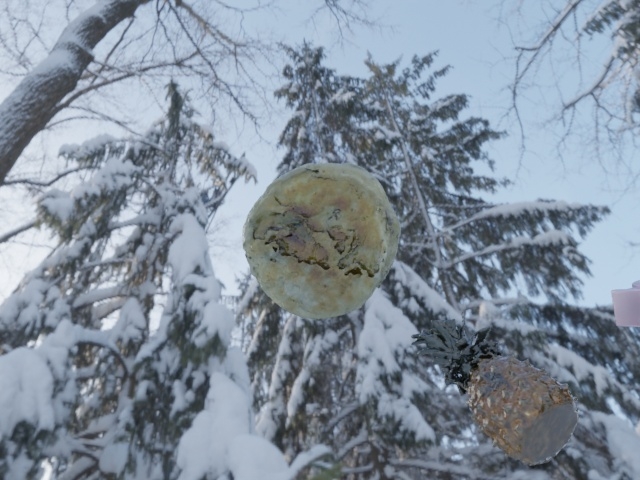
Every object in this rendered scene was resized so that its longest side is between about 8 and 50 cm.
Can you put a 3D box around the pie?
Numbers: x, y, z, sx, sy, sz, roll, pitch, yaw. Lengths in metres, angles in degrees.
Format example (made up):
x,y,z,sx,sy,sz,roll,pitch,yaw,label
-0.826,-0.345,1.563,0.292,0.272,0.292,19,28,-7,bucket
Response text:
x,y,z,sx,sy,sz,roll,pitch,yaw,label
0.000,0.000,1.251,0.338,0.077,0.339,1,-85,15,pie

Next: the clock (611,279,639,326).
x,y,z,sx,sy,sz,roll,pitch,yaw,label
0.760,0.098,1.165,0.275,0.290,0.080,-9,-91,-36,clock

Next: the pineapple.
x,y,z,sx,sy,sz,roll,pitch,yaw,label
0.306,0.256,1.148,0.169,0.340,0.169,-15,-60,-26,pineapple
